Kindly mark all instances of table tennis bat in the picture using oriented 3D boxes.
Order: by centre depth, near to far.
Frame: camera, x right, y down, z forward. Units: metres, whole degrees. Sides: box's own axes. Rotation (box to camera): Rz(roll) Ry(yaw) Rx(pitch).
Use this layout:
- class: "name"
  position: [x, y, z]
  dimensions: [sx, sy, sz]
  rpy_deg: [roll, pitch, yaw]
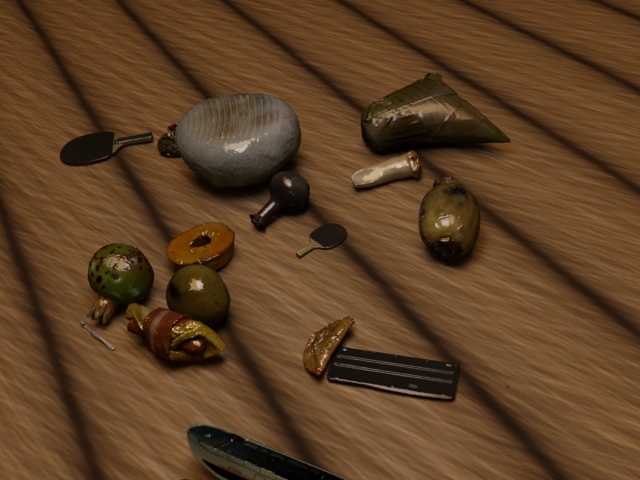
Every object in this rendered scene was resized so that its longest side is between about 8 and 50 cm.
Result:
- class: "table tennis bat"
  position: [0.000, 0.000, 1.802]
  dimensions: [0.156, 0.013, 0.087]
  rpy_deg: [-32, 49, -25]
- class: "table tennis bat"
  position: [-0.690, -0.310, 2.220]
  dimensions: [0.301, 0.022, 0.173]
  rpy_deg: [-11, 42, -2]

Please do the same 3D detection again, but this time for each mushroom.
- class: "mushroom"
  position: [0.187, -0.192, 1.945]
  dimensions: [0.209, 0.071, 0.084]
  rpy_deg: [-17, 76, -6]

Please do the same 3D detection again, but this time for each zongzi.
- class: "zongzi"
  position: [0.323, -0.317, 2.005]
  dimensions: [0.323, 0.160, 0.360]
  rpy_deg: [-32, 55, -17]

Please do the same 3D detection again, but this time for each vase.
- class: "vase"
  position: [-0.115, -0.105, 1.866]
  dimensions: [0.183, 0.120, 0.120]
  rpy_deg: [-44, 53, -16]

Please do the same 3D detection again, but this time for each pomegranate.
- class: "pomegranate"
  position: [-0.496, 0.103, 1.670]
  dimensions: [0.159, 0.159, 0.205]
  rpy_deg: [16, 73, 23]

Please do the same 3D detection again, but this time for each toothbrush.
- class: "toothbrush"
  position: [-0.531, 0.226, 1.635]
  dimensions: [0.131, 0.013, 0.011]
  rpy_deg: [29, 59, 29]

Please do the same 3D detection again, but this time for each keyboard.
- class: "keyboard"
  position: [0.206, 0.284, 1.460]
  dimensions: [0.381, 0.041, 0.103]
  rpy_deg: [2, 44, 19]

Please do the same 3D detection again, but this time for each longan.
- class: "longan"
  position: [-0.278, 0.131, 1.617]
  dimensions: [0.176, 0.145, 0.155]
  rpy_deg: [11, 55, -42]

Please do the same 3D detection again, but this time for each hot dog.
- class: "hot dog"
  position: [-0.339, 0.216, 1.538]
  dimensions: [0.261, 0.123, 0.093]
  rpy_deg: [10, 37, 23]

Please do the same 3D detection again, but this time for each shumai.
- class: "shumai"
  position: [-0.459, -0.320, 2.152]
  dimensions: [0.123, 0.087, 0.099]
  rpy_deg: [1, 45, 10]

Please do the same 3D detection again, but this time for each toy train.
- class: "toy train"
  position: [-0.080, 0.449, 1.277]
  dimensions: [0.407, 0.088, 0.086]
  rpy_deg: [16, 13, 23]

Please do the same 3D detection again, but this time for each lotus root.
- class: "lotus root"
  position: [0.326, -0.071, 1.734]
  dimensions: [0.154, 0.154, 0.278]
  rpy_deg: [2, 41, 10]

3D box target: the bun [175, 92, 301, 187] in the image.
- class: "bun"
  position: [-0.237, -0.283, 1.992]
  dimensions: [0.362, 0.211, 0.362]
  rpy_deg: [-2, 46, 3]

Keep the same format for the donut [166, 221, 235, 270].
- class: "donut"
  position: [-0.305, 0.026, 1.781]
  dimensions: [0.178, 0.065, 0.162]
  rpy_deg: [-25, 41, -16]

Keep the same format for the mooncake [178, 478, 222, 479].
- class: "mooncake"
  position: [-0.229, 0.498, 1.248]
  dimensions: [0.125, 0.073, 0.130]
  rpy_deg: [0, 54, 10]

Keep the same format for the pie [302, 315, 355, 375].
- class: "pie"
  position: [0.011, 0.229, 1.536]
  dimensions: [0.092, 0.034, 0.170]
  rpy_deg: [7, 45, 43]
